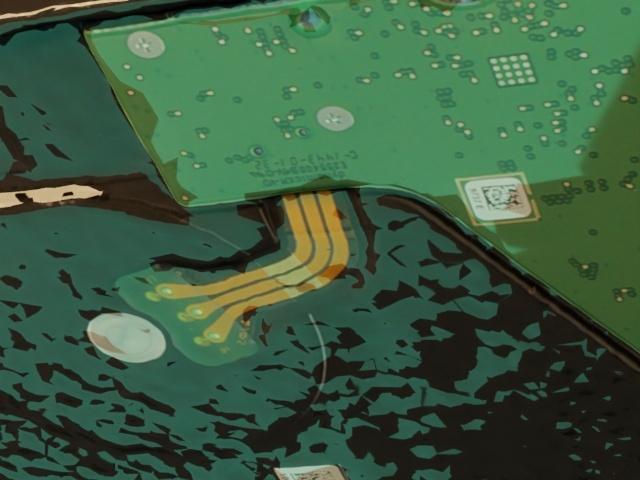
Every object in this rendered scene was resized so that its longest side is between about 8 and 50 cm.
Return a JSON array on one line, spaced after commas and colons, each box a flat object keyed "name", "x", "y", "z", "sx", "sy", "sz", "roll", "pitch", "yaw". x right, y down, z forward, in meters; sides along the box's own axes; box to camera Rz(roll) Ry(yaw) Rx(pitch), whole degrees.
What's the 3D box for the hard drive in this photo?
[{"name": "hard drive", "x": 0.000, "y": 0.000, "z": 0.536, "sx": 0.339, "sy": 0.064, "sz": 0.237, "roll": -6, "pitch": 137, "yaw": 22}]
